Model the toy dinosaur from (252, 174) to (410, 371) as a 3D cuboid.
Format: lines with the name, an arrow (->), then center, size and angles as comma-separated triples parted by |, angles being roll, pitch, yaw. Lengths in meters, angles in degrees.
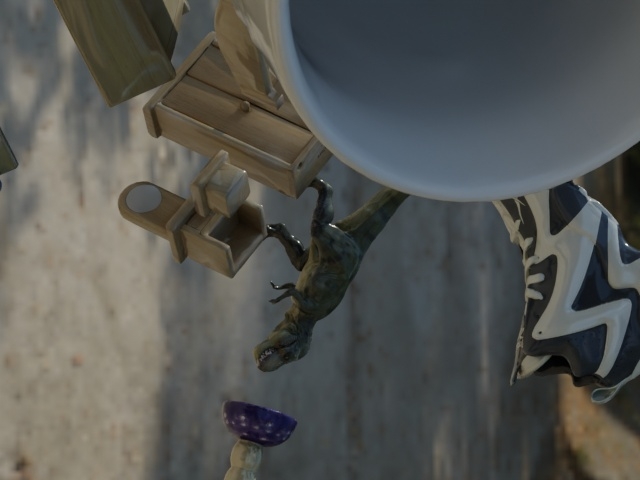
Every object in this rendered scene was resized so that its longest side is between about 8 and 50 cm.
toy dinosaur -> 0.000, 0.000, 1.738 | 0.268, 0.118, 0.064 | -52, 177, 3

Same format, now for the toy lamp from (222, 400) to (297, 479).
toy lamp -> -0.092, 0.282, 1.567 | 0.080, 0.080, 0.274 | 57, 47, -68

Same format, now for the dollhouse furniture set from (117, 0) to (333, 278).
dollhouse furniture set -> -0.089, -0.199, 1.571 | 0.303, 0.174, 0.355 | -53, 155, -27

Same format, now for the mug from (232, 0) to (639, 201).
mug -> 0.090, -0.258, 1.026 | 0.276, 0.374, 0.328 | 32, 18, -35

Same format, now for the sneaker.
sneaker -> 0.177, 0.036, 1.426 | 0.153, 0.235, 0.094 | -48, 169, -4

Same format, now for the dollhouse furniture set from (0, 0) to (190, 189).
dollhouse furniture set -> -0.274, -0.171, 1.146 | 0.198, 0.303, 0.286 | -96, 162, -71
